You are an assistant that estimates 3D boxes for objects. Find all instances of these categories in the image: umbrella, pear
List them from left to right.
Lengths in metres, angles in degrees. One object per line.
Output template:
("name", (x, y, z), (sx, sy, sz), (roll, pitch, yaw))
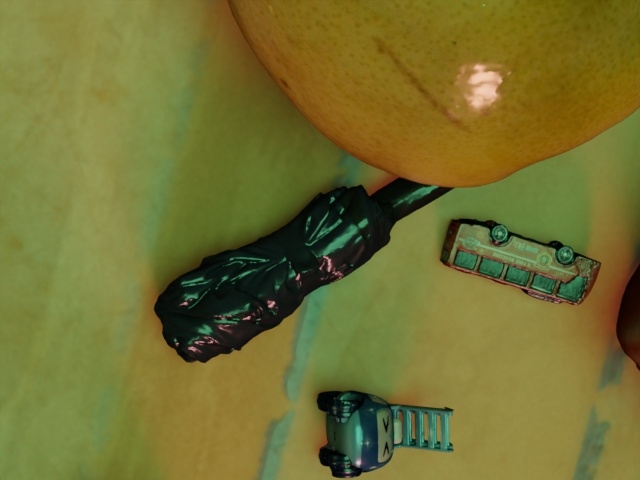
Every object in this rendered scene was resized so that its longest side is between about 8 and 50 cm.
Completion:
("umbrella", (0.003, 0.006, 1.353), (0.248, 0.071, 0.071), (-28, 99, -10))
("pear", (0.084, -0.195, 1.246), (0.314, 0.314, 0.314), (-1, 94, -11))

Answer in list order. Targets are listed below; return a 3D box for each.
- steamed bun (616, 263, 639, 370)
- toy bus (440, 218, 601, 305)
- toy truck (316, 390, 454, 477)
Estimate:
("steamed bun", (0.396, 0.001, 1.334), (0.379, 0.248, 0.235), (-45, 98, -6))
("toy bus", (0.141, 0.015, 1.399), (0.110, 0.031, 0.043), (17, 93, -11))
("toy truck", (0.045, 0.130, 1.366), (0.090, 0.073, 0.056), (-3, 95, -10))
